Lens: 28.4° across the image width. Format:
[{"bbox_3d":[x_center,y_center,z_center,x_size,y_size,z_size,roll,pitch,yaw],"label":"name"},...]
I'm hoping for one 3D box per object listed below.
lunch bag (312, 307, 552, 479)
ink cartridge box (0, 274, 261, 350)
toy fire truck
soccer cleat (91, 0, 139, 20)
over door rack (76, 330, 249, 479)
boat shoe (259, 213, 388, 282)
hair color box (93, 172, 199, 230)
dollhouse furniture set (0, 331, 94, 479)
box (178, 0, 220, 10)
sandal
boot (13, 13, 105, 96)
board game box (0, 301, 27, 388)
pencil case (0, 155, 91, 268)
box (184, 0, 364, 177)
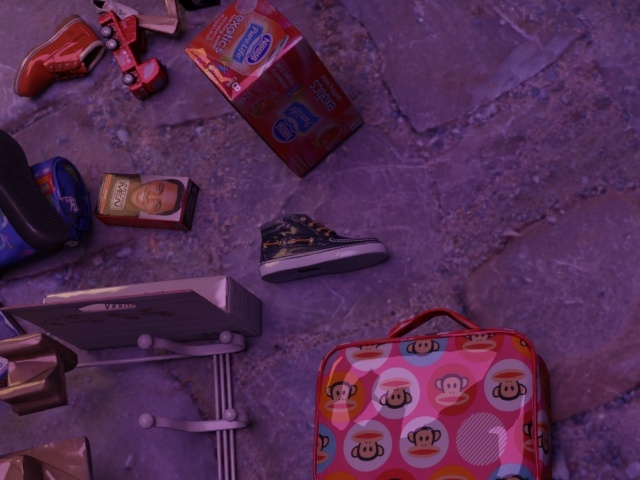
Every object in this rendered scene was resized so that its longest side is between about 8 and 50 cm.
[{"bbox_3d":[0.137,0.212,1.571,0.293,0.120,0.258,-4,69,18],"label":"lunch bag"},{"bbox_3d":[-0.247,0.085,1.681,0.275,0.239,0.060,-6,70,17],"label":"ink cartridge box"},{"bbox_3d":[-0.263,-0.325,1.927,0.135,0.047,0.192,-28,75,5],"label":"toy fire truck"},{"bbox_3d":[-0.322,-0.361,1.979,0.083,0.035,0.029,21,79,24],"label":"soccer cleat"},{"bbox_3d":[-0.255,0.257,1.696,0.324,0.108,0.239,-10,67,15],"label":"over door rack"},{"bbox_3d":[0.000,0.000,1.723,0.183,0.065,0.083,-10,70,16],"label":"boat shoe"},{"bbox_3d":[-0.254,-0.057,1.843,0.141,0.043,0.072,3,72,19],"label":"hair color box"},{"bbox_3d":[-0.472,0.363,1.662,0.394,0.256,0.362,-14,68,8],"label":"dollhouse furniture set"},{"bbox_3d":[-0.224,-0.499,1.866,0.060,0.270,0.216,-10,69,14],"label":"box"},{"bbox_3d":[-0.440,-0.072,1.758,0.054,0.097,0.254,-51,58,25],"label":"sandal"},{"bbox_3d":[-0.406,-0.272,1.966,0.084,0.059,0.158,42,87,21],"label":"boot"},{"bbox_3d":[-0.523,0.186,1.852,0.201,0.035,0.136,-45,64,-1],"label":"board game box"},{"bbox_3d":[-0.481,-0.011,1.863,0.306,0.119,0.133,-23,81,9],"label":"pencil case"},{"bbox_3d":[-0.058,-0.208,1.711,0.128,0.257,0.122,-42,62,1],"label":"box"}]
